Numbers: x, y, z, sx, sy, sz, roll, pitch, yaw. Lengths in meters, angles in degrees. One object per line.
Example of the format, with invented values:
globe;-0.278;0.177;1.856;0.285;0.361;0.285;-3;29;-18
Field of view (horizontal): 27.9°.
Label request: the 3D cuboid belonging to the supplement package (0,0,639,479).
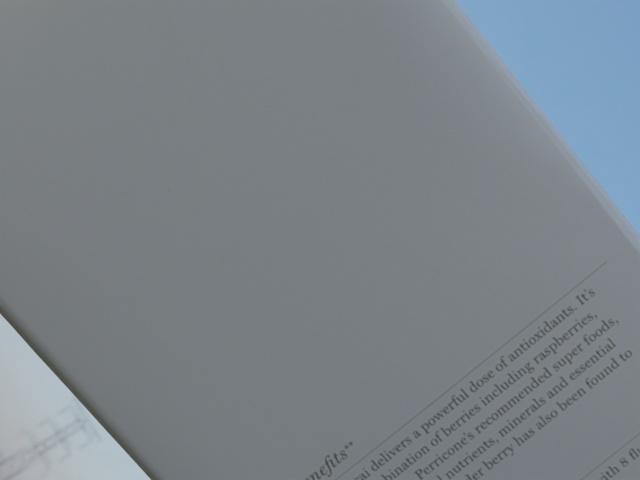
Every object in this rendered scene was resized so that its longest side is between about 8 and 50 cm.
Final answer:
supplement package;0.000;0.000;0.486;0.293;0.177;0.175;51;4;-10
